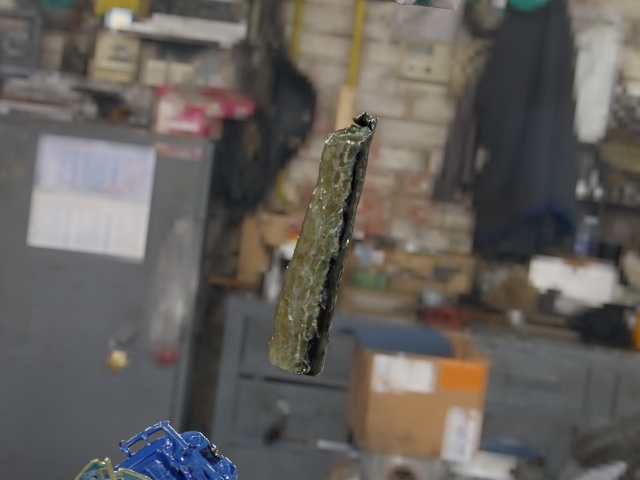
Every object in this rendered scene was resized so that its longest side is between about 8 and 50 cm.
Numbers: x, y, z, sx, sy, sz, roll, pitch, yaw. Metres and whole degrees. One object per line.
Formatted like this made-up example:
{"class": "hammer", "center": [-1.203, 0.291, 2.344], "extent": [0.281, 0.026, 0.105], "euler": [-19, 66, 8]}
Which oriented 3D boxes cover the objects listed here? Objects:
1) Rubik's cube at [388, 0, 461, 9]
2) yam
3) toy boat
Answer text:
{"class": "Rubik's cube", "center": [0.071, -0.205, 1.291], "extent": [0.075, 0.084, 0.073], "euler": [0, -40, 15]}
{"class": "yam", "center": [0.000, 0.000, 0.888], "extent": [0.027, 0.129, 0.033], "euler": [3, 17, -36]}
{"class": "toy boat", "center": [-0.140, 0.175, 1.260], "extent": [0.175, 0.110, 0.091], "euler": [-34, 53, -22]}
